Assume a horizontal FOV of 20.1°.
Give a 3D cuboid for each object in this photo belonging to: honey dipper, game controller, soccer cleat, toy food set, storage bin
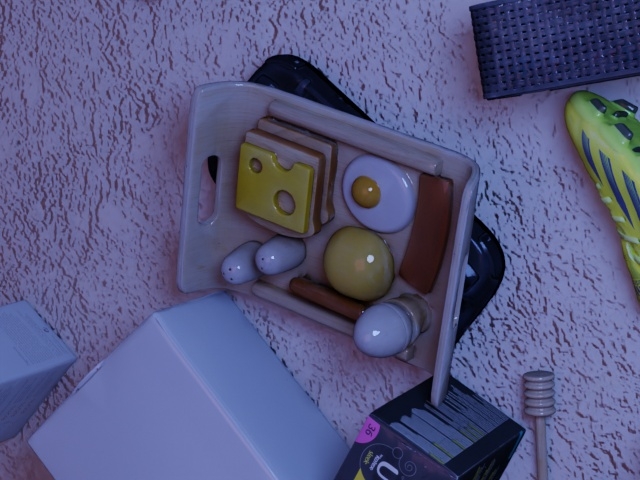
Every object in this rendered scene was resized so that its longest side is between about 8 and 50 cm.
[{"bbox_3d":[0.204,0.201,1.659,0.030,0.030,0.161,1,99,27],"label":"honey dipper"},{"bbox_3d":[0.027,-0.028,1.710,0.319,0.067,0.166,44,128,16],"label":"game controller"},{"bbox_3d":[0.292,-0.003,1.551,0.289,0.093,0.121,52,122,12],"label":"soccer cleat"},{"bbox_3d":[0.000,0.000,1.636,0.306,0.092,0.220,22,120,29],"label":"toy food set"},{"bbox_3d":[0.231,-0.175,1.538,0.180,0.122,0.084,-9,93,28],"label":"storage bin"}]

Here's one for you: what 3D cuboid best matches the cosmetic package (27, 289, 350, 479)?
[{"bbox_3d":[-0.078,0.264,1.746,0.217,0.156,0.385,-42,77,25],"label":"cosmetic package"}]

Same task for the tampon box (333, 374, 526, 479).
[{"bbox_3d":[0.093,0.210,1.640,0.101,0.161,0.120,35,114,19],"label":"tampon box"}]

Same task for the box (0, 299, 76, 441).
[{"bbox_3d":[-0.360,0.148,1.862,0.091,0.170,0.130,46,114,14],"label":"box"}]
